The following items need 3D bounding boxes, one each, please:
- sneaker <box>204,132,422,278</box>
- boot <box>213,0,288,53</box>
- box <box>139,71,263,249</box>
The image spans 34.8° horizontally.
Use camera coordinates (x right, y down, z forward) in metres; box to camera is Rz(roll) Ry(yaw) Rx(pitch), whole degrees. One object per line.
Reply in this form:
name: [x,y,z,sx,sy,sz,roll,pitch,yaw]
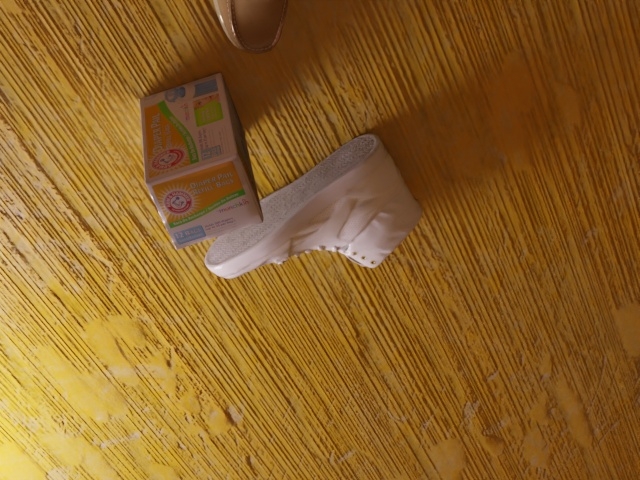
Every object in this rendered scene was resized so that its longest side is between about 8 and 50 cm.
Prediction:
sneaker: [0.000,0.000,1.403,0.292,0.108,0.169,-32,123,10]
boot: [-0.041,-0.294,1.111,0.095,0.203,0.262,-9,128,-24]
box: [-0.147,-0.099,1.234,0.114,0.203,0.103,-19,128,1]
